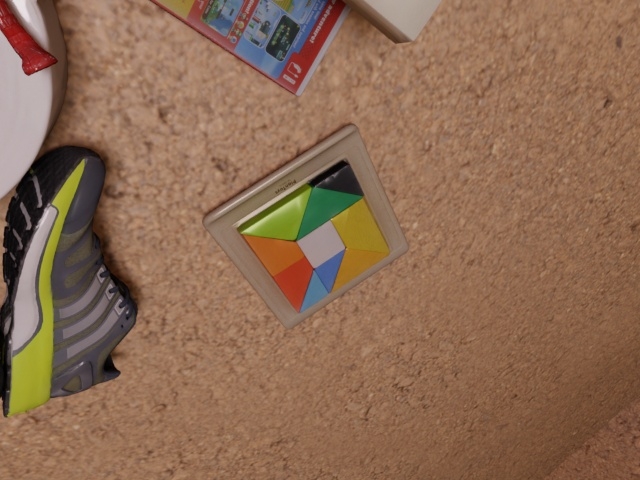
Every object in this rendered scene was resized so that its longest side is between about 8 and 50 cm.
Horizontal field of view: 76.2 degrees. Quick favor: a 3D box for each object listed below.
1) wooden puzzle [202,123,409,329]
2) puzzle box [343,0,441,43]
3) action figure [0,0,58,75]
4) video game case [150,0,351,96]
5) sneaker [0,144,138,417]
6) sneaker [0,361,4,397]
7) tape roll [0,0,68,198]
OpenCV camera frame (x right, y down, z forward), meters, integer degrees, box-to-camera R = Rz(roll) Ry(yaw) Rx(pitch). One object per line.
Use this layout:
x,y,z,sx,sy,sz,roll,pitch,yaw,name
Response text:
0.000,0.000,0.543,0.221,0.044,0.239,-33,128,-3,wooden puzzle
0.071,-0.380,0.234,0.272,0.052,0.409,31,106,-18,puzzle box
-0.230,-0.186,0.145,0.091,0.139,0.280,-29,124,-8,action figure
-0.081,-0.286,0.343,0.285,0.025,0.204,23,107,-34,video game case
-0.256,0.045,0.430,0.121,0.111,0.300,0,122,-44,sneaker
-0.401,0.122,0.383,0.223,0.083,0.098,21,125,1,sneaker
-0.334,-0.140,0.268,0.286,0.100,0.286,-11,123,-18,tape roll
